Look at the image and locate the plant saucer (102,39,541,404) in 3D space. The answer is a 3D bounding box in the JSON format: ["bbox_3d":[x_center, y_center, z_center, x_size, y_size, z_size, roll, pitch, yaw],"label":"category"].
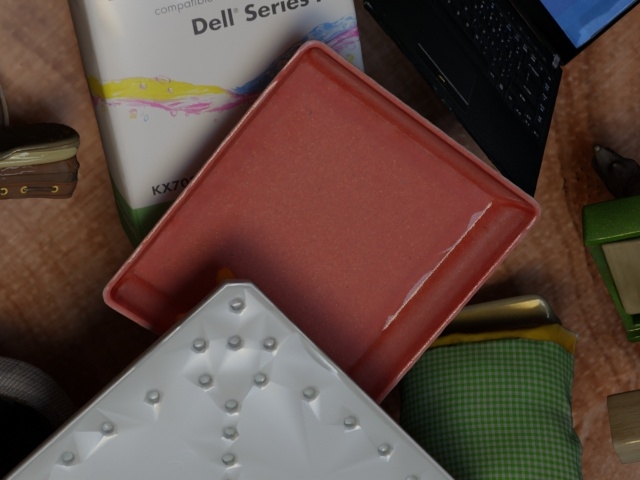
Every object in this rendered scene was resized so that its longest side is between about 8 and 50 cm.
[{"bbox_3d":[0.000,0.000,1.481,0.259,0.047,0.258,34,102,-29],"label":"plant saucer"}]

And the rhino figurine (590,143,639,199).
[{"bbox_3d":[0.312,-0.007,1.673,0.073,0.106,0.243,-42,119,4],"label":"rhino figurine"}]

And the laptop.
[{"bbox_3d":[0.176,-0.212,1.518,0.137,0.264,0.234,-20,125,35],"label":"laptop"}]

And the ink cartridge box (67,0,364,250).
[{"bbox_3d":[-0.083,-0.166,1.468,0.207,0.119,0.353,-16,118,-10],"label":"ink cartridge box"}]

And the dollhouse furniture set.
[{"bbox_3d":[0.187,0.102,1.570,0.302,0.197,0.151,-12,141,15],"label":"dollhouse furniture set"}]

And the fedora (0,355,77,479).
[{"bbox_3d":[-0.320,0.206,1.562,0.244,0.124,0.275,22,97,-27],"label":"fedora"}]

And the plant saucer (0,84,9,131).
[{"bbox_3d":[-0.343,-0.089,1.470,0.199,0.036,0.198,-7,115,-15],"label":"plant saucer"}]

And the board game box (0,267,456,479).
[{"bbox_3d":[-0.082,0.269,1.514,0.390,0.050,0.390,-42,114,7],"label":"board game box"}]

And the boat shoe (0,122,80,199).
[{"bbox_3d":[-0.271,-0.046,1.456,0.178,0.064,0.060,-9,115,-17],"label":"boat shoe"}]
